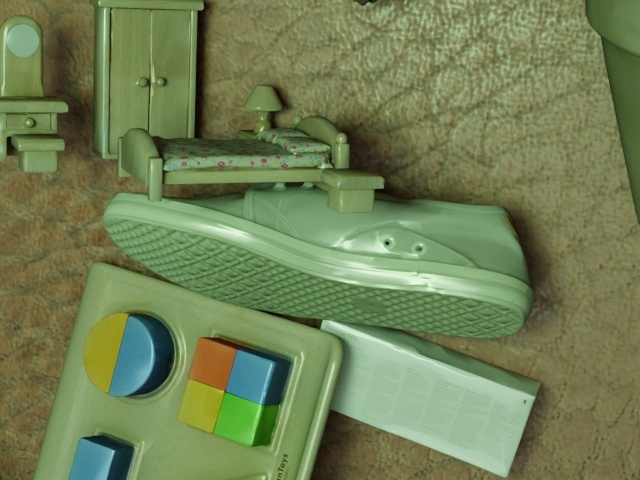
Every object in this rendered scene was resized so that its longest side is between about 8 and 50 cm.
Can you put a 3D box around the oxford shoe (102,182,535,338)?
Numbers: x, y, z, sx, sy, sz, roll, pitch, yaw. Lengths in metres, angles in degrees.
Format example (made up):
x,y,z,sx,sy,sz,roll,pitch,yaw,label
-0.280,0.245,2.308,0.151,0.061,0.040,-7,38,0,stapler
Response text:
x,y,z,sx,sy,sz,roll,pitch,yaw,label
0.000,0.000,1.328,0.450,0.169,0.130,8,66,8,oxford shoe

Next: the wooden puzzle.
x,y,z,sx,sy,sz,roll,pitch,yaw,label
-0.169,0.214,1.397,0.348,0.080,0.322,16,92,26,wooden puzzle

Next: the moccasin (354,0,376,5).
x,y,z,sx,sy,sz,roll,pitch,yaw,label
0.133,-0.397,1.236,0.380,0.139,0.147,-38,97,29,moccasin

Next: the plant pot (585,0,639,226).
x,y,z,sx,sy,sz,roll,pitch,yaw,label
0.389,-0.123,1.141,0.323,0.323,0.280,7,119,15,plant pot

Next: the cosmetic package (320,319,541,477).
x,y,z,sx,sy,sz,roll,pitch,yaw,label
0.107,0.160,1.384,0.239,0.060,0.098,20,108,12,cosmetic package

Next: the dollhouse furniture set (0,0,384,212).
x,y,z,sx,sy,sz,roll,pitch,yaw,label
-0.145,-0.140,1.238,0.303,0.355,0.173,-3,104,-22,dollhouse furniture set
